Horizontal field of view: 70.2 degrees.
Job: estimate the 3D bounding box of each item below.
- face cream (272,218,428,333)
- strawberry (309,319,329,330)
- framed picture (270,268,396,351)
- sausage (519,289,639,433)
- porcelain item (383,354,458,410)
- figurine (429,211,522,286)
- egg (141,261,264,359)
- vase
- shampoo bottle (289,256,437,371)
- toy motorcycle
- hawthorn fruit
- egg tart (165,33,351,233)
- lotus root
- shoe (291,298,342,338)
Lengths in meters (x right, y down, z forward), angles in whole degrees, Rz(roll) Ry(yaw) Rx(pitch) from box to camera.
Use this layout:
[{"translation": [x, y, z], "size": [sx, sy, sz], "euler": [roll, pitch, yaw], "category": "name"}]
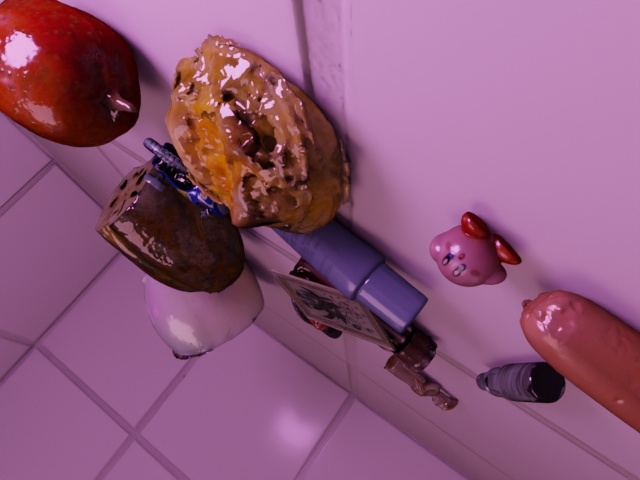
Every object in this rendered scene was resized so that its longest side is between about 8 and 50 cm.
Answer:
[{"translation": [0.000, 0.000, 0.737], "size": [0.385, 0.086, 0.136], "euler": [39, 153, 17], "category": "face cream"}, {"translation": [0.003, 0.200, 1.237], "size": [0.096, 0.083, 0.083], "euler": [43, 164, 11], "category": "strawberry"}, {"translation": [0.022, 0.130, 0.864], "size": [0.231, 0.010, 0.173], "euler": [12, 147, 42], "category": "framed picture"}, {"translation": [0.335, 0.151, 0.469], "size": [0.289, 0.086, 0.086], "euler": [35, 162, 3], "category": "sausage"}, {"translation": [0.274, 0.389, 1.227], "size": [0.213, 0.054, 0.084], "euler": [38, 164, -4], "category": "porcelain item"}, {"translation": [0.162, 0.017, 0.489], "size": [0.083, 0.071, 0.067], "euler": [43, -155, 6], "category": "figurine"}, {"translation": [-0.394, 0.136, 1.439], "size": [0.354, 0.354, 0.340], "euler": [6, 124, 59], "category": "egg"}, {"translation": [0.315, 0.234, 0.752], "size": [0.059, 0.060, 0.211], "euler": [36, 162, 5], "category": "vase"}, {"translation": [0.088, 0.135, 0.905], "size": [0.323, 0.084, 0.129], "euler": [38, 160, -4], "category": "shampoo bottle"}, {"translation": [-0.222, -0.108, 0.828], "size": [0.168, 0.113, 0.315], "euler": [36, 177, -7], "category": "toy motorcycle"}, {"translation": [-0.370, -0.234, 0.668], "size": [0.249, 0.215, 0.215], "euler": [33, 162, 15], "category": "hawthorn fruit"}, {"translation": [-0.094, -0.100, 0.574], "size": [0.297, 0.132, 0.297], "euler": [27, 148, 18], "category": "egg tart"}, {"translation": [-0.325, -0.014, 1.077], "size": [0.250, 0.250, 0.346], "euler": [13, 150, 53], "category": "lotus root"}, {"translation": [-0.019, 0.212, 1.322], "size": [0.194, 0.074, 0.077], "euler": [42, 167, -19], "category": "shoe"}]
